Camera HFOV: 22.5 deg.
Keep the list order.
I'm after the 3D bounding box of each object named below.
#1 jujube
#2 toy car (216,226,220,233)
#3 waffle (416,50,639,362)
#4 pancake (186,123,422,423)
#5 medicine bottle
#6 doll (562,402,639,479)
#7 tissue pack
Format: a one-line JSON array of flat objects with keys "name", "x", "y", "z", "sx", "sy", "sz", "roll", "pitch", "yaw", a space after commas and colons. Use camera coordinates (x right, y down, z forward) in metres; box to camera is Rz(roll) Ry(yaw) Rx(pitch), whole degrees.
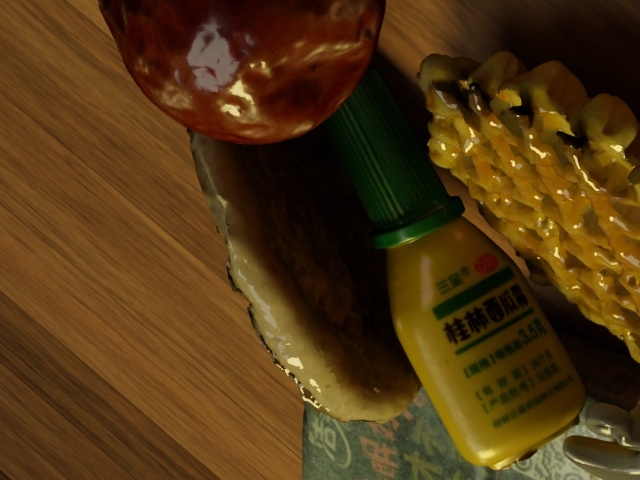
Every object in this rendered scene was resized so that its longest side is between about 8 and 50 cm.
[{"name": "jujube", "x": -0.071, "y": -0.182, "z": 1.075, "sx": 0.255, "sy": 0.190, "sz": 0.190, "roll": 40, "pitch": 156, "yaw": 30}, {"name": "toy car", "x": -0.019, "y": 0.025, "z": 1.432, "sx": 0.103, "sy": 0.063, "sz": 0.216, "roll": 22, "pitch": 153, "yaw": 35}, {"name": "waffle", "x": 0.194, "y": -0.005, "z": 1.045, "sx": 0.329, "sy": 0.062, "sz": 0.329, "roll": 39, "pitch": 169, "yaw": 10}, {"name": "pancake", "x": -0.001, "y": 0.000, "z": 1.181, "sx": 0.049, "sy": 0.282, "sz": 0.282, "roll": -28, "pitch": 111, "yaw": 27}, {"name": "medicine bottle", "x": 0.085, "y": 0.015, "z": 1.174, "sx": 0.309, "sy": 0.111, "sz": 0.076, "roll": 61, "pitch": 151, "yaw": 4}, {"name": "doll", "x": 0.325, "y": 0.181, "z": 1.114, "sx": 0.316, "sy": 0.103, "sz": 0.145, "roll": 28, "pitch": -179, "yaw": -9}, {"name": "tissue pack", "x": 0.124, "y": 0.162, "z": 1.329, "sx": 0.315, "sy": 0.103, "sz": 0.228, "roll": 22, "pitch": 121, "yaw": 34}]
